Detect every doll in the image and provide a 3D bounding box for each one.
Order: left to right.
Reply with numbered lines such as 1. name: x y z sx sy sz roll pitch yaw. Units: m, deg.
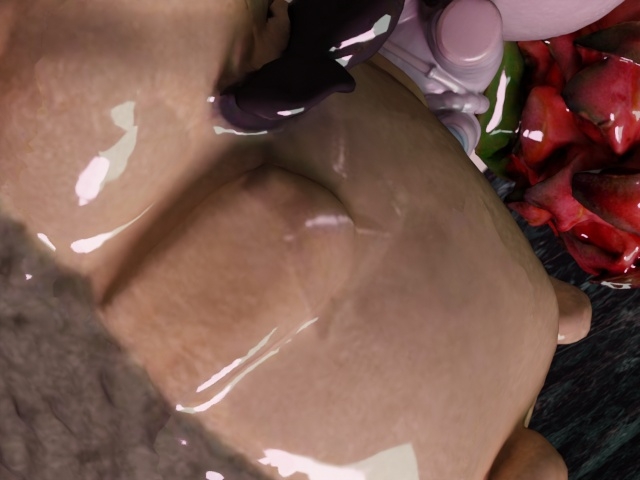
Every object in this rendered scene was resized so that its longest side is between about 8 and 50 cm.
1. doll: -0.059 -0.014 0.594 0.247 0.349 0.247 -48 -167 15
2. doll: 0.049 -0.093 0.764 0.287 0.151 0.151 -58 151 10

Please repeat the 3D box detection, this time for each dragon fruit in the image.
1. dragon fruit: 0.238 -0.077 0.959 0.293 0.234 0.234 -6 157 10
